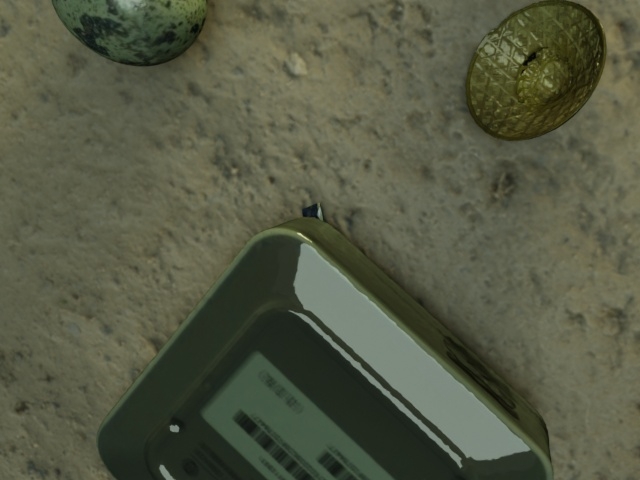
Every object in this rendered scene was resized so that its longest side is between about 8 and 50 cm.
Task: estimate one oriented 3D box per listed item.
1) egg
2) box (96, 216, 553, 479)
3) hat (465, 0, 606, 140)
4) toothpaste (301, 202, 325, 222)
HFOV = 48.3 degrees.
[{"bbox_3d":[-0.198,-0.248,0.731,0.172,0.132,0.132,17,105,20],"label":"egg"},{"bbox_3d":[-0.010,0.230,0.793,0.396,0.111,0.396,42,109,5],"label":"box"},{"bbox_3d":[0.223,-0.157,0.710,0.146,0.067,0.146,-16,65,39],"label":"hat"},{"bbox_3d":[0.000,0.000,0.806,0.027,0.019,0.083,-13,96,32],"label":"toothpaste"}]
